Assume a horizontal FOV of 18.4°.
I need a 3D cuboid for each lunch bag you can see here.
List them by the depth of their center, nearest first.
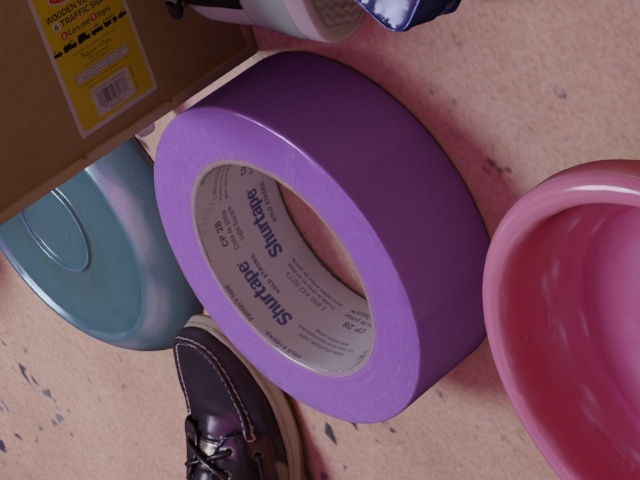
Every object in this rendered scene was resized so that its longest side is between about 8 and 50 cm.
[{"bbox_3d":[0.055,-0.181,1.247,0.098,0.065,0.067,43,132,18],"label":"lunch bag"}]

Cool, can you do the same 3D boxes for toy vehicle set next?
[{"bbox_3d":[-0.169,-0.145,1.385,0.035,0.267,0.166,13,130,45],"label":"toy vehicle set"}]

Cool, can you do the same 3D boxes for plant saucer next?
[{"bbox_3d":[0.251,0.085,1.234,0.332,0.084,0.332,34,144,30],"label":"plant saucer"},{"bbox_3d":[-0.233,-0.023,1.810,0.317,0.043,0.318,34,144,29],"label":"plant saucer"}]

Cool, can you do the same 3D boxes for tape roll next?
[{"bbox_3d":[0.000,0.000,1.478,0.275,0.090,0.275,33,144,28],"label":"tape roll"}]

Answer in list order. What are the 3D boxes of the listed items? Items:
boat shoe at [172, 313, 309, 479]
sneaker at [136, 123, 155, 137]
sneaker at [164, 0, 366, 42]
[{"bbox_3d":[-0.075,0.201,1.774,0.103,0.092,0.285,16,133,45],"label":"boat shoe"},{"bbox_3d":[-0.209,-0.135,1.639,0.185,0.069,0.084,22,132,42],"label":"sneaker"},{"bbox_3d":[-0.076,-0.246,1.318,0.151,0.094,0.256,8,130,42],"label":"sneaker"}]
